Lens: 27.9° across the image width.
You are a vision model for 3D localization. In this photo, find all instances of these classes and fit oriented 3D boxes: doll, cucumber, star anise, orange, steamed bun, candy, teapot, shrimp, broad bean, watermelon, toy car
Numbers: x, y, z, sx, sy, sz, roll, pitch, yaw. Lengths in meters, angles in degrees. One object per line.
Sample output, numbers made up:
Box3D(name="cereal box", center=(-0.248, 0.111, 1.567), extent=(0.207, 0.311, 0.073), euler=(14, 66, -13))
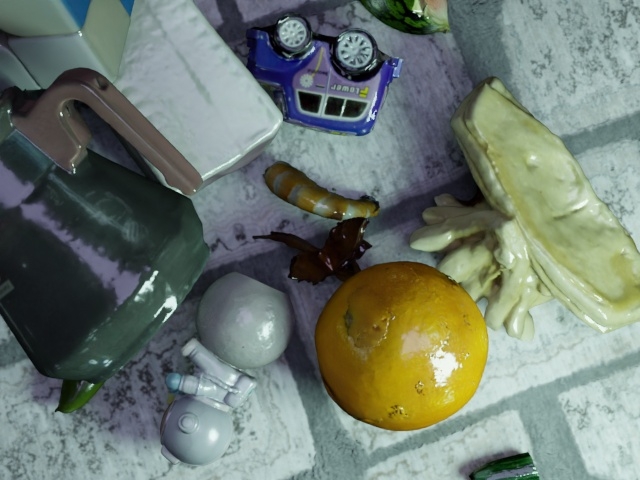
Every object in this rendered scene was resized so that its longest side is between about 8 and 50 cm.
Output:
Box3D(name="doll", center=(-0.142, 0.191, 1.839), extent=(0.151, 0.151, 0.287), euler=(25, 84, -4))
Box3D(name="cucumber", center=(0.273, 0.349, 1.917), extent=(0.105, 0.048, 0.048), euler=(-12, 85, -8))
Box3D(name="star anise", center=(-0.008, 0.003, 1.892), extent=(0.140, 0.158, 0.144), euler=(-30, 65, -9))
Box3D(name="orange", center=(0.114, 0.150, 1.821), extent=(0.246, 0.246, 0.246), euler=(1, 83, -8))
Box3D(name="steamed bun", center=(0.292, -0.002, 1.918), extent=(0.428, 0.189, 0.247), euler=(50, 51, 0))
Box3D(name="candy", center=(-0.236, -0.241, 1.876), extent=(0.208, 0.145, 0.359), euler=(-38, 88, -9))
Box3D(name="teapot", center=(-0.332, -0.033, 1.682), extent=(0.361, 0.305, 0.376), euler=(42, 123, -13))
Box3D(name="shrimp", center=(0.006, -0.074, 1.928), extent=(0.166, 0.161, 0.049), euler=(1, 115, -41))
Box3D(name="broad bean", center=(-0.303, 0.147, 1.866), extent=(0.065, 0.046, 0.254), euler=(40, 79, -1))
Box3D(name="watermelon", center=(0.116, -0.470, 1.959), extent=(0.159, 0.128, 0.304), euler=(-5, 84, -9))
Box3D(name="toy car", center=(-0.004, -0.242, 1.903), extent=(0.235, 0.172, 0.158), euler=(13, 96, -1))

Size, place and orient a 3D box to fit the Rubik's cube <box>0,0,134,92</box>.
Box3D(name="Rubik's cube", center=(-0.448, -0.422, 1.675), extent=(0.344, 0.347, 0.347), euler=(-2, 60, 17))
